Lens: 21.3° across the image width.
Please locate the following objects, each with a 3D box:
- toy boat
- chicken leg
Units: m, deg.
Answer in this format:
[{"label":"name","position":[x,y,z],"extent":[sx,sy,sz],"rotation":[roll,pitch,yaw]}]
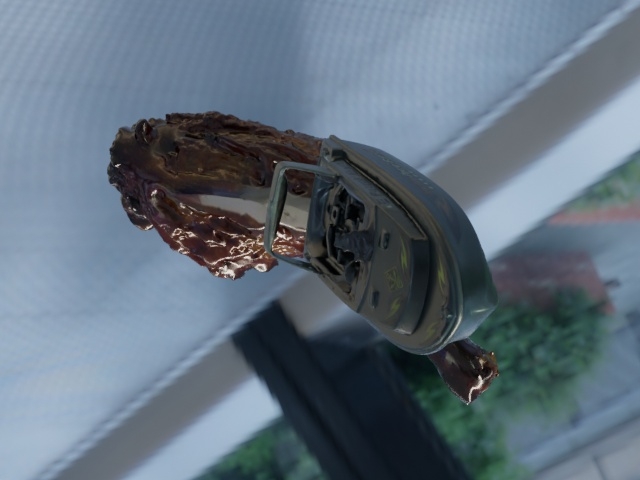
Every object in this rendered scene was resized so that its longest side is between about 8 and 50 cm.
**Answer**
[{"label":"toy boat","position":[0.039,0.006,1.036],"extent":[0.103,0.093,0.246],"rotation":[4,-163,-20]},{"label":"chicken leg","position":[0.000,0.000,1.502],"extent":[0.158,0.407,0.096],"rotation":[-59,-176,12]}]
